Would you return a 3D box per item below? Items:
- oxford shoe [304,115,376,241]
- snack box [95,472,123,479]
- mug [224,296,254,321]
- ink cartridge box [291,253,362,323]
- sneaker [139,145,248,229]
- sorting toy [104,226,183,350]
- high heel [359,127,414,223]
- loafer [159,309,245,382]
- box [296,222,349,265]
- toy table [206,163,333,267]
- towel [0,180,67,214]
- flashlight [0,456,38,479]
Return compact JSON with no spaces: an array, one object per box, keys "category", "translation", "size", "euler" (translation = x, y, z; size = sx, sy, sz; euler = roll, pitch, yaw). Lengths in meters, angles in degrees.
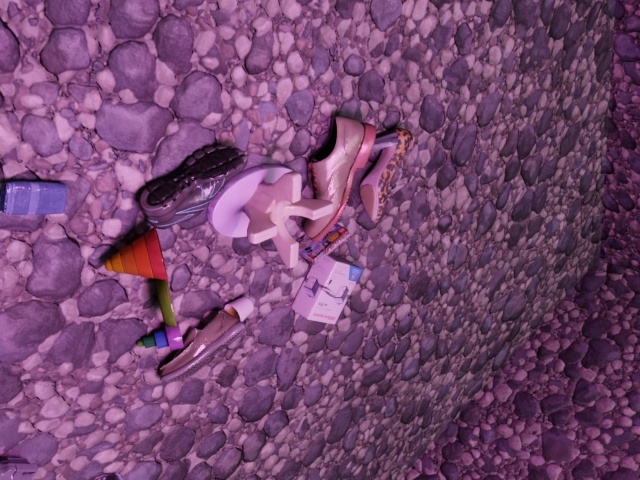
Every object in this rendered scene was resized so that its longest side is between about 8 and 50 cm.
[{"category":"oxford shoe","translation":[0.016,-0.165,1.826],"size":[0.130,0.123,0.348],"euler":[17,104,-24]},{"category":"snack box","translation":[-0.648,0.714,1.716],"size":[0.322,0.060,0.187],"euler":[-7,119,-45]},{"category":"mug","translation":[-0.215,0.181,1.838],"size":[0.064,0.078,0.062],"euler":[-35,104,-39]},{"category":"ink cartridge box","translation":[0.019,0.140,2.033],"size":[0.140,0.082,0.190],"euler":[18,100,-51]},{"category":"sneaker","translation":[-0.278,-0.119,1.544],"size":[0.267,0.101,0.106],"euler":[-33,149,-20]},{"category":"sorting toy","translation":[-0.399,0.131,1.573],"size":[0.126,0.127,0.365],"euler":[-12,134,-13]},{"category":"high heel","translation":[0.204,-0.187,1.995],"size":[0.186,0.093,0.261],"euler":[-22,121,-29]},{"category":"loafer","translation":[-0.311,0.269,1.775],"size":[0.251,0.087,0.094],"euler":[-36,164,-10]},{"category":"box","translation":[0.000,0.000,1.906],"size":[0.137,0.094,0.027],"euler":[-39,138,-21]},{"category":"toy table","translation":[-0.115,-0.070,1.683],"size":[0.274,0.161,0.252],"euler":[-34,136,-29]},{"category":"towel","translation":[-0.544,-0.081,1.316],"size":[0.120,0.029,0.067],"euler":[-1,116,-46]},{"category":"flashlight","translation":[-0.751,0.496,1.436],"size":[0.304,0.103,0.103],"euler":[30,78,-56]}]
